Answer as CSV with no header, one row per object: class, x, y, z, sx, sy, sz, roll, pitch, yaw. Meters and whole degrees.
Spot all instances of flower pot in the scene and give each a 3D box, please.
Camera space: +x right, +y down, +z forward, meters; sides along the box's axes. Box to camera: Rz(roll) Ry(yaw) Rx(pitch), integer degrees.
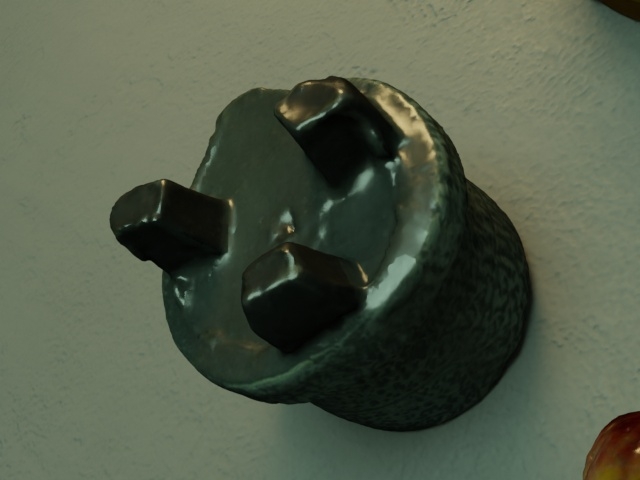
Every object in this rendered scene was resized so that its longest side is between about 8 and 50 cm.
flower pot,0.000,0.000,0.794,0.299,0.283,0.299,-18,58,32

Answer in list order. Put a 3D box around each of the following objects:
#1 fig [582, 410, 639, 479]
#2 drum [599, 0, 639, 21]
fig,0.253,0.230,0.580,0.159,0.159,0.257,-15,78,33
drum,0.349,-0.400,0.775,0.431,0.214,0.431,-18,57,30
